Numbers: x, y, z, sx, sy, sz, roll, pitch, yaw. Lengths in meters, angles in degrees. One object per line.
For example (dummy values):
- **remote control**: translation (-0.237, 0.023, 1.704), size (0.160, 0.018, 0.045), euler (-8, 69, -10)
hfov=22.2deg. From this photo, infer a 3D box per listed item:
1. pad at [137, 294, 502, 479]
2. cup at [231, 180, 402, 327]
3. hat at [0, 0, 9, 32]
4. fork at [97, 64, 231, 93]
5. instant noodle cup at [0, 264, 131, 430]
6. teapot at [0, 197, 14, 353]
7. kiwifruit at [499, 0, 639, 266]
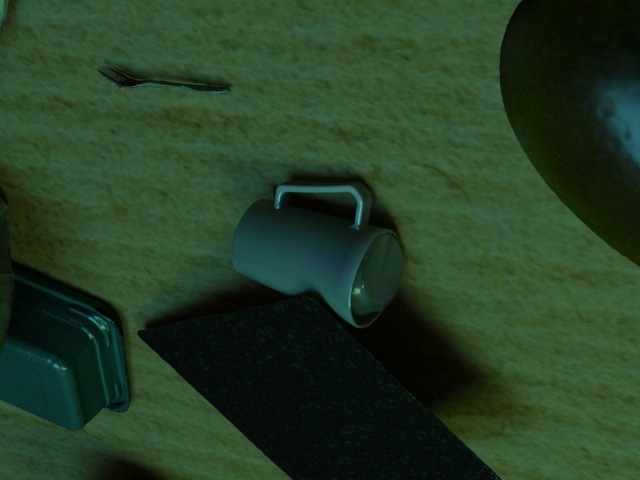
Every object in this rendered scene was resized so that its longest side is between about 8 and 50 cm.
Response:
- **pad**: translation (-0.013, 0.131, 1.340), size (0.220, 0.004, 0.330), euler (45, 154, -17)
- **cup**: translation (0.000, 0.000, 1.205), size (0.116, 0.074, 0.104), euler (20, 117, 26)
- **hat**: translation (-0.358, -0.201, 1.181), size (0.226, 0.164, 0.219), euler (30, 151, 12)
- **fork**: translation (-0.115, -0.116, 1.203), size (0.115, 0.016, 0.012), euler (11, 128, 26)
- **instant noodle cup**: translation (-0.267, 0.103, 1.514), size (0.179, 0.070, 0.157), euler (20, 142, 17)
- **teapot**: translation (-0.341, 0.038, 1.419), size (0.163, 0.178, 0.221), euler (13, 155, -3)
- **kiwifruit**: translation (0.212, -0.070, 0.856), size (0.234, 0.196, 0.196), euler (47, 141, -12)
